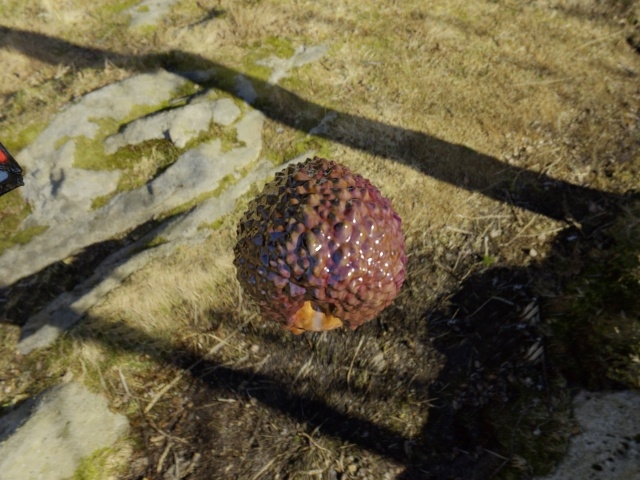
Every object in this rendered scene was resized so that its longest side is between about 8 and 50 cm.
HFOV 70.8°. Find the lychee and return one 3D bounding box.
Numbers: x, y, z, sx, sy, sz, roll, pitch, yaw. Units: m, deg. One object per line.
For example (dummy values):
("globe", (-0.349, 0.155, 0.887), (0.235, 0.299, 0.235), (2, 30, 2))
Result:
("lychee", (0.000, 0.000, 0.468), (0.187, 0.188, 0.188), (0, 66, -1))

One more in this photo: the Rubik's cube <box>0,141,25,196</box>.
("Rubik's cube", (-0.674, -0.111, 0.669), (0.246, 0.250, 0.248), (-12, 31, 26))
